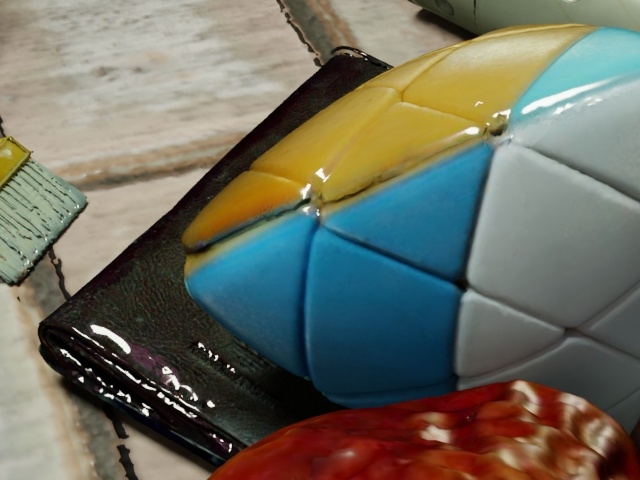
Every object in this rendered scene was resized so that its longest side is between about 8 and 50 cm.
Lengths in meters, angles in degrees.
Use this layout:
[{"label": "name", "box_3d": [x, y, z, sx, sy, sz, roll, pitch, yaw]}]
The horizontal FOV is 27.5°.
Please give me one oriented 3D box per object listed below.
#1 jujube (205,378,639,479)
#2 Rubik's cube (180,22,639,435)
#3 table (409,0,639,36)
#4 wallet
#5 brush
[{"label": "jujube", "box_3d": [0.029, 0.161, 0.491, 0.197, 0.197, 0.290, 27, 34, 20]}, {"label": "Rubik's cube", "box_3d": [0.084, 0.002, 0.674, 0.254, 0.254, 0.254, 3, 44, -3]}, {"label": "table", "box_3d": [0.177, -0.176, 0.896, 0.220, 0.126, 0.126, 32, 49, 25]}, {"label": "wallet", "box_3d": [0.000, 0.000, 0.750, 0.172, 0.045, 0.318, 28, 46, 16]}, {"label": "brush", "box_3d": [-0.236, -0.068, 0.740, 0.218, 0.010, 0.082, 41, 45, -11]}]
